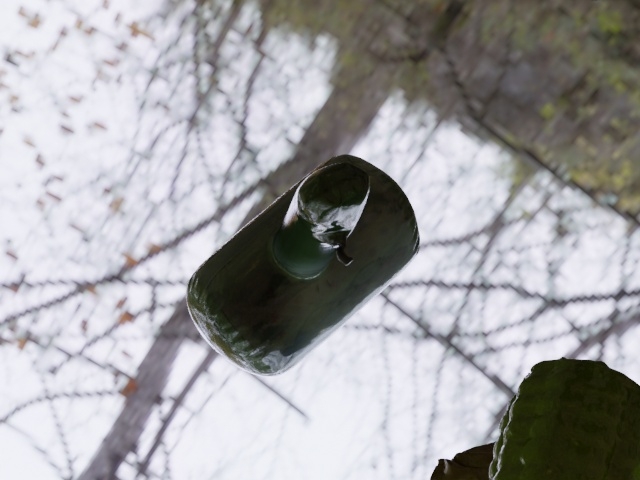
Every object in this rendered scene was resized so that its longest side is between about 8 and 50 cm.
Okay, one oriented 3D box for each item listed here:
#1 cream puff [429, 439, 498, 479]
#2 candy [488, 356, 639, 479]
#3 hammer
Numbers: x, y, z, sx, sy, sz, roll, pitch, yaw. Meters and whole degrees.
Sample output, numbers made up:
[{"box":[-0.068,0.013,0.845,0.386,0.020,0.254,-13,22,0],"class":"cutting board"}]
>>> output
[{"box":[0.140,0.194,1.350,0.156,0.156,0.121,27,-121,-8],"class":"cream puff"},{"box":[0.136,0.168,1.118,0.096,0.097,0.209,26,-122,-9],"class":"candy"},{"box":[0.000,0.000,1.503,0.206,0.335,0.119,-42,-94,-13],"class":"hammer"}]
